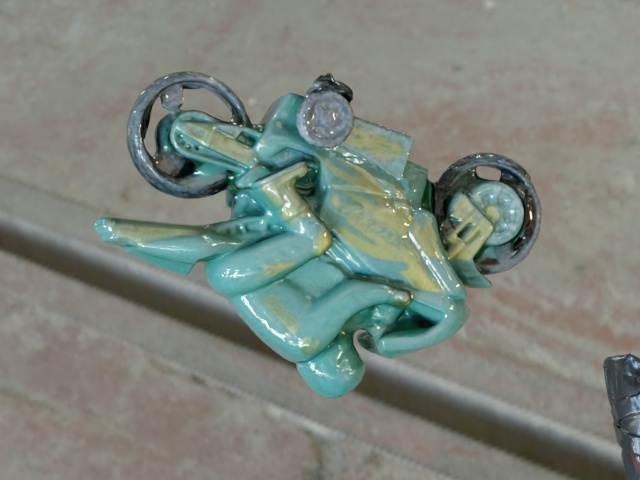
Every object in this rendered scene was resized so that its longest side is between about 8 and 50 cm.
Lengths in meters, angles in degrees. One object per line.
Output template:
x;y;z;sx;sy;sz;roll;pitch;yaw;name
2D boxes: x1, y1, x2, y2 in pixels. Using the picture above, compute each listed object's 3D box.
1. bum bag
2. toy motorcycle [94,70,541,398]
0.221;0.137;1.026;0.034;0.124;0.058;-16;2;-32;bum bag
-0.002;-0.001;1.027;0.296;0.109;0.198;20;83;-14;toy motorcycle
